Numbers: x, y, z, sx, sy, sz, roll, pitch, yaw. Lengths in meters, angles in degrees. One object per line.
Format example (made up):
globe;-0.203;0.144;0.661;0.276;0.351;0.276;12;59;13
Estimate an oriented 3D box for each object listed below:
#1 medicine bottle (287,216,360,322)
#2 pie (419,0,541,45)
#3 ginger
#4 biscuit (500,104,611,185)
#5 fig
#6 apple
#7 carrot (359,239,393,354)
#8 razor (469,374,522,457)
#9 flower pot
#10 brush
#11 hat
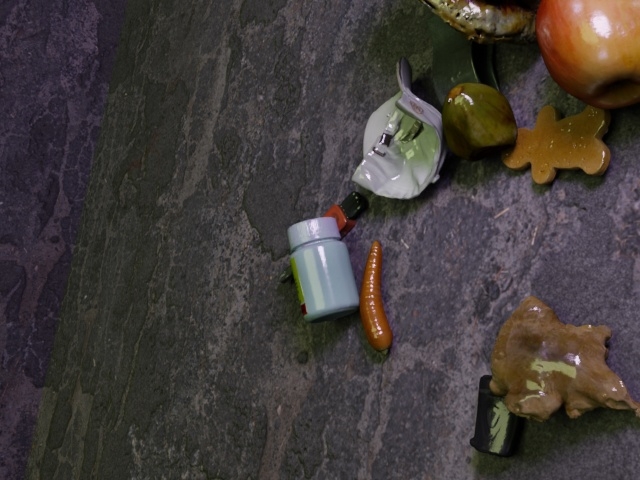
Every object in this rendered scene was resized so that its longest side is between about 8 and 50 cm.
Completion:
medicine bottle;0.005;0.070;1.737;0.139;0.139;0.225;-24;74;41
pie;0.281;-0.545;1.479;0.418;0.395;0.180;52;138;36
ginger;0.417;0.228;1.283;0.219;0.123;0.270;-50;43;-5
biscuit;0.450;-0.182;1.430;0.240;0.035;0.158;0;78;54
fig;0.308;-0.242;1.482;0.144;0.166;0.154;-28;31;15
apple;0.490;-0.341;1.278;0.242;0.242;0.241;-29;47;39
carrot;0.119;0.129;1.685;0.066;0.062;0.271;-40;49;49
razor;0.334;0.330;1.398;0.090;0.054;0.148;2;79;48
flower pot;0.306;-0.393;1.599;0.108;0.103;0.229;-19;67;43
brush;0.000;0.000;1.859;0.323;0.051;0.070;-45;57;26
hat;0.198;-0.253;1.671;0.258;0.168;0.301;123;163;-48
